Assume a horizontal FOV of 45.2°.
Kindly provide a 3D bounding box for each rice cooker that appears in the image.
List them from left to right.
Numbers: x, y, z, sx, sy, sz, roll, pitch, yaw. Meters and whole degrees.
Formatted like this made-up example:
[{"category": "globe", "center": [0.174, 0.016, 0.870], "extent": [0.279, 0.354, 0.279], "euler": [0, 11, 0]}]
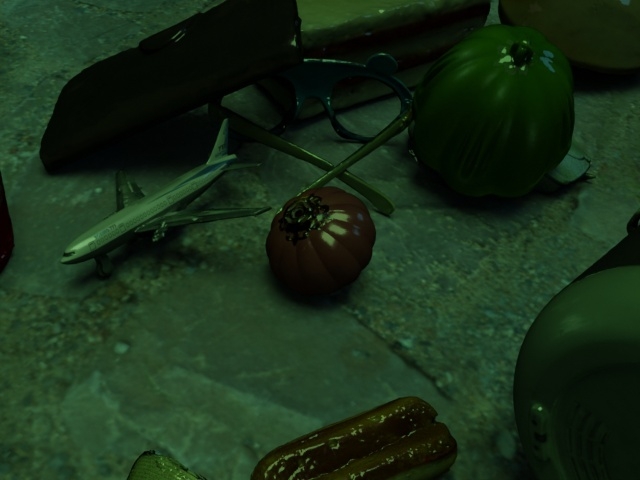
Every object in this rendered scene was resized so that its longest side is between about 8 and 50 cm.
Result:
[{"category": "rice cooker", "center": [0.309, 0.099, 0.529], "extent": [0.277, 0.288, 0.288], "euler": [-29, 53, -34]}]

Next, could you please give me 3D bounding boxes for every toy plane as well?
[{"category": "toy plane", "center": [-0.155, -0.035, 0.748], "extent": [0.226, 0.058, 0.226], "euler": [16, 50, 38]}]

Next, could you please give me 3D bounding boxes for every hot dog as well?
[{"category": "hot dog", "center": [0.029, 0.167, 0.577], "extent": [0.165, 0.045, 0.071], "euler": [-16, 46, -24]}]

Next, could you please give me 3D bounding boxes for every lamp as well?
[{"category": "lamp", "center": [0.000, 0.000, 0.721], "extent": [0.107, 0.092, 0.108], "euler": [-19, 48, 22]}]

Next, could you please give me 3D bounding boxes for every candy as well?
[{"category": "candy", "center": [0.053, -0.281, 1.007], "extent": [0.320, 0.135, 0.179], "euler": [-21, 49, -30]}]

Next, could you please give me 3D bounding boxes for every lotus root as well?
[{"category": "lotus root", "center": [0.187, -0.153, 0.785], "extent": [0.186, 0.186, 0.186], "euler": [4, 42, -4]}]

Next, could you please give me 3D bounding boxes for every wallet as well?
[{"category": "wallet", "center": [-0.163, -0.185, 0.832], "extent": [0.309, 0.042, 0.165], "euler": [-21, 45, 15]}]

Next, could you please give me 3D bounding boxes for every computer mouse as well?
[{"category": "computer mouse", "center": [0.217, -0.121, 0.901], "extent": [0.228, 0.068, 0.113], "euler": [15, 44, 8]}]

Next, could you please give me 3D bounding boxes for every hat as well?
[{"category": "hat", "center": [-0.104, 0.187, 0.512], "extent": [0.076, 0.077, 0.059], "euler": [25, 45, 17]}]

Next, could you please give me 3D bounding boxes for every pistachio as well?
[{"category": "pistachio", "center": [0.375, -0.314, 1.078], "extent": [0.260, 0.163, 0.213], "euler": [23, 64, -2]}]

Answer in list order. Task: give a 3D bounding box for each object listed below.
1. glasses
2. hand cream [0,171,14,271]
[{"category": "glasses", "center": [-0.006, -0.098, 0.854], "extent": [0.239, 0.102, 0.207], "euler": [2, 70, -8]}, {"category": "hand cream", "center": [-0.379, -0.033, 0.680], "extent": [0.193, 0.125, 0.193], "euler": [6, 41, -5]}]
